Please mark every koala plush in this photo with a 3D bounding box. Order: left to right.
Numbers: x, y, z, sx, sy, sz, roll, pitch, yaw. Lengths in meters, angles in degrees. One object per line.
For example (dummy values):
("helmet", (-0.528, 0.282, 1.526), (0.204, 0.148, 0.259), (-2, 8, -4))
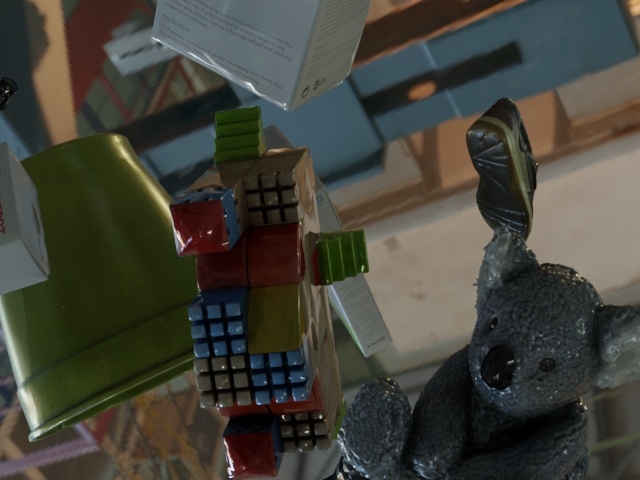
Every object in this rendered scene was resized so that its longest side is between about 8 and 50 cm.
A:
("koala plush", (0.161, 0.111, 0.902), (0.196, 0.221, 0.203), (33, -155, 32))

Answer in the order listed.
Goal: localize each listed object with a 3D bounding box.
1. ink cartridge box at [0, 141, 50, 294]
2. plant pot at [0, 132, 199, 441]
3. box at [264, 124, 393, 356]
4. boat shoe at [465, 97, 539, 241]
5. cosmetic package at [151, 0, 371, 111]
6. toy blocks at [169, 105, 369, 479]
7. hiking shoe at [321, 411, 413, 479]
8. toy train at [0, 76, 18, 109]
("ink cartridge box", (-0.356, -0.004, 1.050), (0.175, 0.072, 0.127), (-18, -126, -2))
("plant pot", (-0.318, 0.050, 1.607), (0.366, 0.353, 0.366), (-26, 175, -3))
("box", (0.000, 0.000, 1.737), (0.058, 0.322, 0.232), (-27, -144, -6))
("boat shoe", (0.161, -0.056, 0.940), (0.056, 0.152, 0.049), (26, -116, 29))
("cosmetic package", (-0.037, -0.370, 1.262), (0.217, 0.385, 0.156), (31, -145, 15))
("toy blocks", (-0.055, 0.075, 1.099), (0.191, 0.381, 0.261), (-6, -166, 8))
("hiking shoe", (0.106, 0.228, 1.067), (0.114, 0.227, 0.086), (-46, -144, 34))
("toy train", (-0.324, -0.149, 1.129), (0.036, 0.027, 0.158), (-48, -163, -9))
